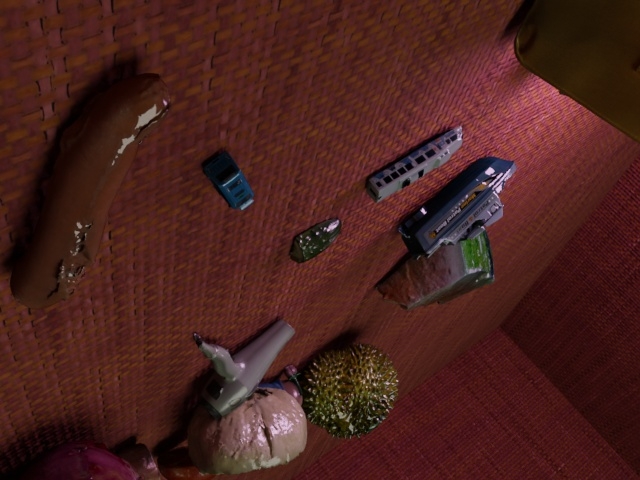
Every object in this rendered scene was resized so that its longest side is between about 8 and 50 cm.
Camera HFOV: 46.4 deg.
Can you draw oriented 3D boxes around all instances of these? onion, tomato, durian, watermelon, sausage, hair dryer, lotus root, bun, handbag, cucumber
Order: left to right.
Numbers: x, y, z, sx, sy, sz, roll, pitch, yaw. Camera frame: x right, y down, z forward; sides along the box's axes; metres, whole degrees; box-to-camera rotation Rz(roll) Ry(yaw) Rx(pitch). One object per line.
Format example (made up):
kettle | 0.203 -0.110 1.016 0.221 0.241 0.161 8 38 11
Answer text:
sausage | -0.234 -0.040 0.735 0.078 0.078 0.304 -13 145 -52
onion | -0.376 0.511 1.186 0.345 0.358 0.358 -42 164 -36
lotus root | -0.367 0.457 1.461 0.081 0.112 0.122 -9 145 -26
tomato | -0.278 0.499 1.633 0.156 0.069 0.155 -6 -179 0
bun | -0.154 0.378 1.543 0.259 0.152 0.259 -12 -179 0
hair dryer | -0.137 0.200 1.411 0.229 0.092 0.267 -37 151 -31
cucumber | 0.000 0.000 1.280 0.107 0.035 0.067 -31 156 -30
durian | 0.075 0.394 1.938 0.291 0.224 0.291 -30 159 -13
watermelon | 0.315 0.070 1.804 0.302 0.151 0.264 -48 159 17
handbag | 0.488 -0.360 1.050 0.133 0.283 0.401 -25 153 -44

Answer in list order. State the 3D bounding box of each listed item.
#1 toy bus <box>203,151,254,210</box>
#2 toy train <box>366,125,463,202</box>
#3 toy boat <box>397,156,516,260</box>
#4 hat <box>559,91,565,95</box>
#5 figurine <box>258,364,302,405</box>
toy bus | -0.111 -0.071 0.922 0.038 0.046 0.083 -38 158 -6
toy train | 0.170 -0.134 1.289 0.207 0.047 0.043 -33 159 -18
toy boat | 0.299 -0.068 1.544 0.296 0.122 0.114 -40 -175 -10
hat | 0.488 -0.368 1.329 0.140 0.129 0.227 36 84 -45
figurine | -0.097 0.369 1.771 0.144 0.114 0.178 -41 151 -3
